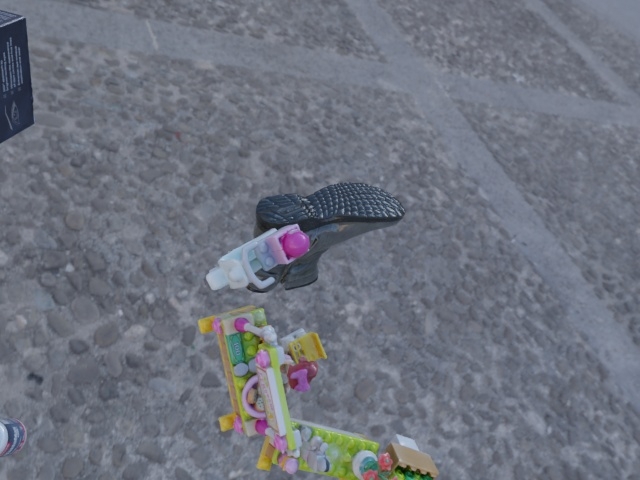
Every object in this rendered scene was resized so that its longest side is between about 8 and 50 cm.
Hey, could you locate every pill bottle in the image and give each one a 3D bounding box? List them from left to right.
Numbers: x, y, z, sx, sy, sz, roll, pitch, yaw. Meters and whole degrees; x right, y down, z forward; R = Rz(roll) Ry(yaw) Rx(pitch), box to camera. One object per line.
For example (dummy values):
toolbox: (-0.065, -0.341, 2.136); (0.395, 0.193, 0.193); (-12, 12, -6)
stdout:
pill bottle: (-0.910, 0.553, 1.715); (0.108, 0.180, 0.108); (0, 76, 0)

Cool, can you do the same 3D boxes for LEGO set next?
LEGO set: (0.004, 0.133, 0.474); (0.132, 0.107, 0.287); (-38, 106, -21)

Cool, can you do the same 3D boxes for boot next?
boot: (0.000, 0.000, 0.956); (0.247, 0.161, 0.083); (-7, 46, -22)

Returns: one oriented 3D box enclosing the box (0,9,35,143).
box: (-0.455, -0.200, 0.780); (0.093, 0.156, 0.158); (17, 35, 6)
